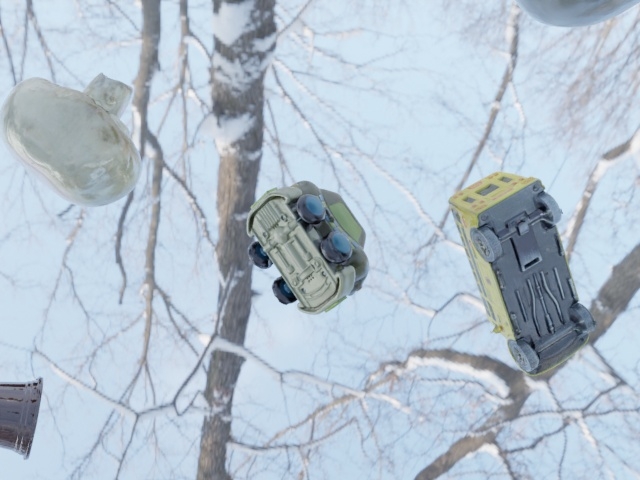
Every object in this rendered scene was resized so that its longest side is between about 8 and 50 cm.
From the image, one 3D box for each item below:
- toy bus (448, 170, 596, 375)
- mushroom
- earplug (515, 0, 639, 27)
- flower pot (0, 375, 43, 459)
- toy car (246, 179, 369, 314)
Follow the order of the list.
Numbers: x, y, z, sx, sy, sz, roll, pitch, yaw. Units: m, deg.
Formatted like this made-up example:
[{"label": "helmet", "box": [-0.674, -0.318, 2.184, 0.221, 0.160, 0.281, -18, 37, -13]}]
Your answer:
[{"label": "toy bus", "box": [0.331, 0.057, 1.444, 0.144, 0.330, 0.152, -29, -156, -13]}, {"label": "mushroom", "box": [-0.425, -0.197, 1.540, 0.254, 0.260, 0.234, 21, -113, 39]}, {"label": "earplug", "box": [0.475, -0.538, 1.421, 0.394, 0.312, 0.313, -32, -124, 12]}, {"label": "flower pot", "box": [-0.417, 0.227, 1.129, 0.089, 0.111, 0.111, 11, -130, -19]}, {"label": "toy car", "box": [0.000, 0.000, 1.665, 0.198, 0.204, 0.248, -26, -101, -48]}]
